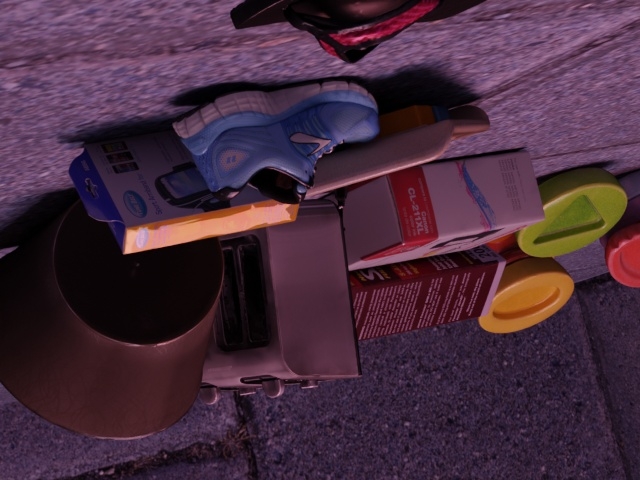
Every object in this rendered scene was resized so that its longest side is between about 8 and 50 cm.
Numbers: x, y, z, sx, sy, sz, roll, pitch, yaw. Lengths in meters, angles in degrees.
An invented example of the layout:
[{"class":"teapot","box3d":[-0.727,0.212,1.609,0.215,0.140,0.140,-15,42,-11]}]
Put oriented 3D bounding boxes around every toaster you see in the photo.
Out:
[{"class":"toaster","box3d":[-0.059,0.044,1.550,0.168,0.186,0.110,-9,176,40]}]

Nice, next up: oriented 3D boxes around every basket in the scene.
[{"class":"basket","box3d":[-0.163,0.048,1.388,0.154,0.204,0.227,-60,-176,-24]}]

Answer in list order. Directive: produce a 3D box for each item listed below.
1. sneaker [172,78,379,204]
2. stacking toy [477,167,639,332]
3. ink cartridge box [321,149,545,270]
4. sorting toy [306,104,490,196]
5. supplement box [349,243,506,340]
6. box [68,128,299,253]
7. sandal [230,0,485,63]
[{"class":"sneaker","box3d":[-0.023,-0.057,1.127,0.162,0.073,0.063,-13,175,-44]},{"class":"stacking toy","box3d":[0.312,-0.044,2.076,0.309,0.130,0.279,-16,148,-13]},{"class":"ink cartridge box","box3d":[0.103,-0.027,1.671,0.175,0.072,0.127,-9,171,-35]},{"class":"sorting toy","box3d":[0.015,-0.063,1.275,0.193,0.038,0.208,-16,-175,14]},{"class":"supplement box","box3d":[0.051,0.030,1.770,0.239,0.130,0.073,-10,128,-38]},{"class":"box","box3d":[-0.090,-0.035,1.142,0.136,0.081,0.028,-12,138,-22]},{"class":"sandal","box3d":[0.032,-0.114,0.902,0.179,0.040,0.067,-8,171,-45]}]
